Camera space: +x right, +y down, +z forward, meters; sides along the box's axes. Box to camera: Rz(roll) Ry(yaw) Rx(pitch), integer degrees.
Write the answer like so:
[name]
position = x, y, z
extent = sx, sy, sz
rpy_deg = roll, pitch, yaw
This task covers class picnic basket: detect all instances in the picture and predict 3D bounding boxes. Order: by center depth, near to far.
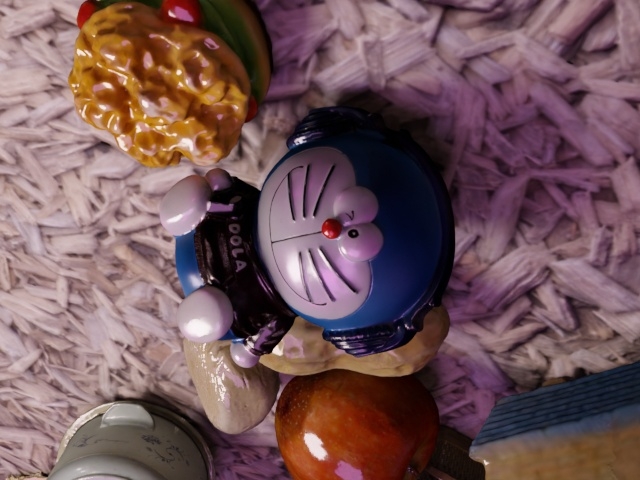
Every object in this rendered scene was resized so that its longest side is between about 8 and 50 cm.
[picnic basket]
position = 0.171, 0.414, 1.745
extent = 0.165, 0.139, 0.266
rpy_deg = 30, 136, -12

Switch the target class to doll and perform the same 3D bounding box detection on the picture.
[doll]
position = 0.000, 0.000, 1.302
extent = 0.310, 0.240, 0.284
rpy_deg = -20, 83, 22

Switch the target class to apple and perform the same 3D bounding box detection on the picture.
[apple]
position = 0.045, 0.263, 1.591
extent = 0.230, 0.230, 0.230
rpy_deg = 10, 136, 10

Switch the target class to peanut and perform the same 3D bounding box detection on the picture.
[peanut]
position = 0.011, 0.105, 1.489
extent = 0.313, 0.152, 0.152
rpy_deg = 7, 136, 10

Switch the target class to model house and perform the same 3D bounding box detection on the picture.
[model house]
position = 0.423, 0.336, 1.464
extent = 0.335, 0.342, 0.382
rpy_deg = -20, 133, 24

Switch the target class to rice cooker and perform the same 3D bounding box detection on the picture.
[rice cooker]
position = -0.306, 0.406, 1.806
extent = 0.264, 0.316, 0.316
rpy_deg = 1, 135, 2

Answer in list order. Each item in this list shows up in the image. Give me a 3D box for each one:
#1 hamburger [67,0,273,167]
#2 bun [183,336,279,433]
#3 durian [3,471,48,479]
[hamburger]
position = -0.173, -0.182, 1.260
extent = 0.237, 0.149, 0.237
rpy_deg = 11, 137, 11
[bun]
position = -0.119, 0.183, 1.630
extent = 0.113, 0.166, 0.173
rpy_deg = -19, 151, -22
[durian]
position = -0.486, 0.476, 2.085
extent = 0.224, 0.078, 0.140
rpy_deg = -22, 124, 37
